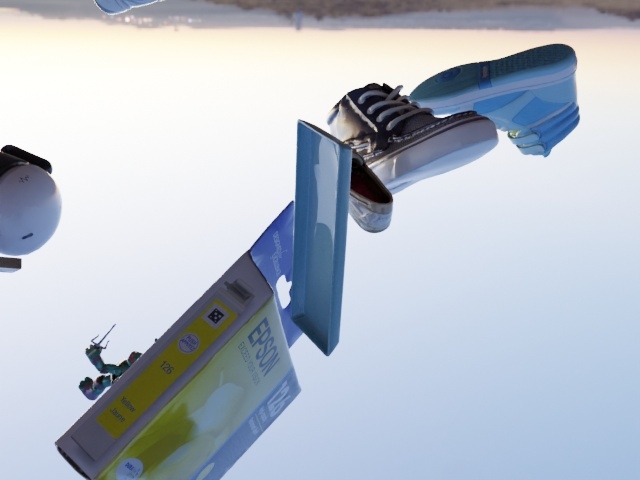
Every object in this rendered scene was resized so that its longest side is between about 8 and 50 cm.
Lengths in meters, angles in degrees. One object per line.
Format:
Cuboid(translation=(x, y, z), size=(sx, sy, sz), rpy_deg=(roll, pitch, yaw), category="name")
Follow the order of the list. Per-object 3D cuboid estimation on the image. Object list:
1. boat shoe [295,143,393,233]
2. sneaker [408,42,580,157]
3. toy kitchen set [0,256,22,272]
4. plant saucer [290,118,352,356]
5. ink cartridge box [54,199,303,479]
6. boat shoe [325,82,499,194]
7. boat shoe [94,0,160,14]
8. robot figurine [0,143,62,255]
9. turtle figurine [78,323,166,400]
Cuboid(translation=(0.035, -0.087, 0.941), size=(0.063, 0.059, 0.170), rpy_deg=(-31, -113, -31), category="boat shoe")
Cuboid(translation=(0.338, -0.234, 1.426), size=(0.319, 0.208, 0.127), rpy_deg=(-7, -142, 27), category="sneaker")
Cuboid(translation=(-0.471, 0.004, 1.055), size=(0.075, 0.083, 0.068), rpy_deg=(8, 163, -43), category="toy kitchen set")
Cuboid(translation=(0.000, 0.000, 0.615), size=(0.018, 0.192, 0.067), rpy_deg=(-12, -149, -28), category="plant saucer")
Cuboid(translation=(-0.097, 0.150, 0.796), size=(0.072, 0.303, 0.307), rpy_deg=(39, -109, 22), category="ink cartridge box")
Cuboid(translation=(0.102, -0.155, 1.027), size=(0.127, 0.158, 0.340), rpy_deg=(-13, 177, -28), category="boat shoe")
Cuboid(translation=(-0.261, -0.411, 0.859), size=(0.103, 0.320, 0.118), rpy_deg=(-8, -133, 8), category="boat shoe")
Cuboid(translation=(-0.594, -0.076, 1.322), size=(0.278, 0.209, 0.173), rpy_deg=(19, 179, 12), category="robot figurine")
Cuboid(translation=(-0.423, 0.269, 1.611), size=(0.175, 0.234, 0.118), rpy_deg=(11, -128, -35), category="turtle figurine")
